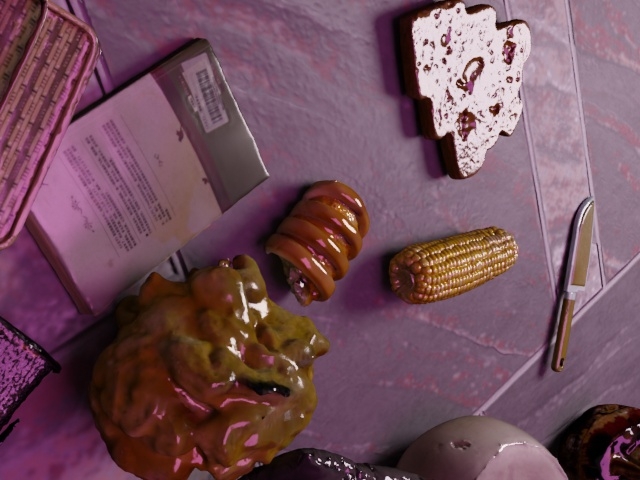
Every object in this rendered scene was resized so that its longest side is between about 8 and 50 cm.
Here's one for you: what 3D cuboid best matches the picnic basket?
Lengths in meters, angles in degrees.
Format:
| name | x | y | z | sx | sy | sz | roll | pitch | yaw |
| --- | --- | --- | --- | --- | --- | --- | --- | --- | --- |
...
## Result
| name | x | y | z | sx | sy | sz | roll | pitch | yaw |
| --- | --- | --- | --- | --- | --- | --- | --- | --- | --- |
| picnic basket | -0.361 | -0.143 | 0.680 | 0.313 | 0.175 | 0.228 | 31 | 79 | -43 |

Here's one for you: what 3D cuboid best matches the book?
| name | x | y | z | sx | sy | sz | roll | pitch | yaw |
| --- | --- | --- | --- | --- | --- | --- | --- | --- | --- |
| book | -0.196 | -0.076 | 0.946 | 0.289 | 0.026 | 0.201 | -40 | 124 | -28 |

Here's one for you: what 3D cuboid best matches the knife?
| name | x | y | z | sx | sy | sz | roll | pitch | yaw |
| --- | --- | --- | --- | --- | --- | --- | --- | --- | --- |
| knife | 0.485 | 0.082 | 1.602 | 0.061 | 0.027 | 0.343 | 7 | 92 | -38 |

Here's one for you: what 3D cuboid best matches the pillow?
| name | x | y | z | sx | sy | sz | roll | pitch | yaw |
| --- | --- | --- | --- | --- | --- | --- | --- | --- | --- |
| pillow | -0.055 | 0.337 | 1.004 | 0.228 | 0.326 | 0.101 | 24 | 50 | -42 |

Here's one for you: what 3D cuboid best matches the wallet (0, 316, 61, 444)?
| name | x | y | z | sx | sy | sz | roll | pitch | yaw |
| --- | --- | --- | --- | --- | --- | --- | --- | --- | --- |
| wallet | -0.405 | 0.132 | 0.785 | 0.221 | 0.071 | 0.262 | -53 | 123 | -19 |

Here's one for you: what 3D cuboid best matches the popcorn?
| name | x | y | z | sx | sy | sz | roll | pitch | yaw |
| --- | --- | --- | --- | --- | --- | --- | --- | --- | --- |
| popcorn | -0.123 | 0.143 | 0.936 | 0.286 | 0.252 | 0.215 | -15 | 152 | -52 |

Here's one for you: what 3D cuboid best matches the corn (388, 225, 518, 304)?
| name | x | y | z | sx | sy | sz | roll | pitch | yaw |
| --- | --- | --- | --- | --- | --- | --- | --- | --- | --- |
| corn | 0.208 | 0.038 | 1.295 | 0.244 | 0.093 | 0.093 | -12 | 108 | -40 |

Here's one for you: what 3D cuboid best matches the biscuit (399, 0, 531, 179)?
| name | x | y | z | sx | sy | sz | roll | pitch | yaw |
| --- | --- | --- | --- | --- | --- | --- | --- | --- | --- |
| biscuit | 0.213 | -0.257 | 1.263 | 0.301 | 0.043 | 0.278 | 35 | 78 | -40 |

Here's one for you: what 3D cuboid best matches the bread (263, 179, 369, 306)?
| name | x | y | z | sx | sy | sz | roll | pitch | yaw |
| --- | --- | --- | --- | --- | --- | --- | --- | --- | --- |
| bread | 0.000 | 0.000 | 1.108 | 0.177 | 0.084 | 0.119 | -56 | 131 | -22 |

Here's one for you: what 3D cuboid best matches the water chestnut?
| name | x | y | z | sx | sy | sz | roll | pitch | yaw |
| --- | --- | --- | --- | --- | --- | --- | --- | --- | --- |
| water chestnut | 0.591 | 0.432 | 1.648 | 0.223 | 0.238 | 0.224 | 1 | 85 | -11 |

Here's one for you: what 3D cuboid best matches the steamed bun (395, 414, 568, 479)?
| name | x | y | z | sx | sy | sz | roll | pitch | yaw |
| --- | --- | --- | --- | --- | --- | --- | --- | --- | --- |
| steamed bun | 0.240 | 0.439 | 1.337 | 0.324 | 0.206 | 0.324 | 0 | 91 | -35 |
